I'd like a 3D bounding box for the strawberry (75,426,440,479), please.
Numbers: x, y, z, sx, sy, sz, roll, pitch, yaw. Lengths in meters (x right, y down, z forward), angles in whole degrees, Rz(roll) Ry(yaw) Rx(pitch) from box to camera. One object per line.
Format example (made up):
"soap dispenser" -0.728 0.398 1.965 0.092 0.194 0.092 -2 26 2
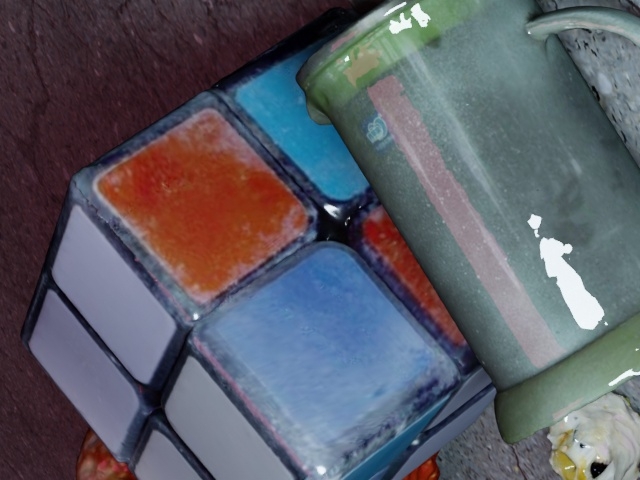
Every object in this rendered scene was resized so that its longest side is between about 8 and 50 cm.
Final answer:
"strawberry" -0.083 0.222 1.845 0.312 0.351 0.267 45 159 12

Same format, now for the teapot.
"teapot" 0.148 -0.059 1.364 0.270 0.200 0.337 -35 86 37

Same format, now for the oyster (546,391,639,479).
"oyster" 0.234 0.178 1.604 0.122 0.045 0.146 7 117 60

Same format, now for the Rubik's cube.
"Rubik's cube" -0.025 0.056 1.604 0.313 0.318 0.316 49 150 12
